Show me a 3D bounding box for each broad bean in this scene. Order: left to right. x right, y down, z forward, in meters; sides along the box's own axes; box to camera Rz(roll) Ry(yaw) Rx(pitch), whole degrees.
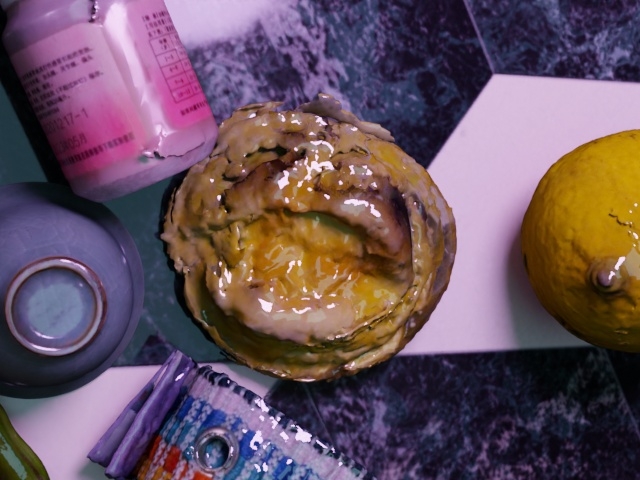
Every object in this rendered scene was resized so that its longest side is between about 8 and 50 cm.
[{"bbox_3d":[-0.261,0.214,0.917,0.043,0.060,0.297,-48,125,-49],"label":"broad bean"}]

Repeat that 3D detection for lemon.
[{"bbox_3d":[0.333,0.000,1.068,0.254,0.228,0.228,-4,94,-26],"label":"lemon"}]

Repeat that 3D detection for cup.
[{"bbox_3d":[-0.233,0.049,0.892,0.199,0.150,0.199,-1,94,-22],"label":"cup"}]

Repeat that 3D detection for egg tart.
[{"bbox_3d":[0.000,0.000,0.999,0.297,0.132,0.297,-1,94,-15],"label":"egg tart"}]

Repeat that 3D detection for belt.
[{"bbox_3d":[-0.047,0.247,0.945,0.295,0.207,0.160,39,77,-21],"label":"belt"}]

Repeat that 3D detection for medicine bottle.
[{"bbox_3d":[-0.193,-0.166,0.902,0.147,0.147,0.247,-26,101,-18],"label":"medicine bottle"}]
